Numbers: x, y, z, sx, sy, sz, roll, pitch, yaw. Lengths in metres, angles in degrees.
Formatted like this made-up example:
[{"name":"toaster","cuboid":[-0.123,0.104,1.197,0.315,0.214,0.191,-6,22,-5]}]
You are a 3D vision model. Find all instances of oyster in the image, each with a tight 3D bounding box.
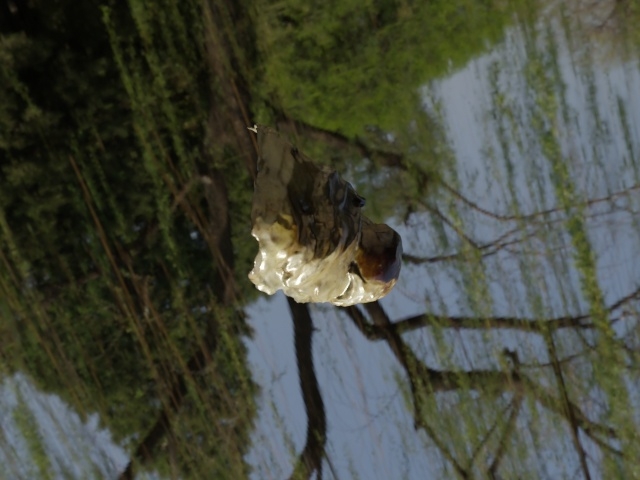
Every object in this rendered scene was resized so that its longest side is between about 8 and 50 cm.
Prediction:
[{"name":"oyster","cuboid":[0.004,-0.008,0.763,0.107,0.233,0.161,-7,-120,20]}]
